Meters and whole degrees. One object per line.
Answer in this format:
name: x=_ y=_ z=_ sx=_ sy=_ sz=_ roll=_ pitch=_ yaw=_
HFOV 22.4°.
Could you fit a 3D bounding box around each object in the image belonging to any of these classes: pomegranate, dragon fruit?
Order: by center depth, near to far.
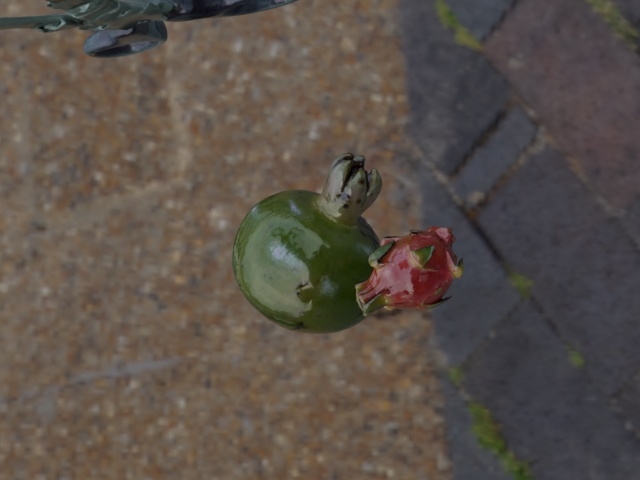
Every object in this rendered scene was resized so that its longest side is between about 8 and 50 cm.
dragon fruit: x=0.086 y=0.034 z=1.614 sx=0.081 sy=0.116 sz=0.086 roll=53 pitch=156 yaw=35
pomegranate: x=-0.015 y=0.002 z=1.841 sx=0.179 sy=0.179 sz=0.210 roll=14 pitch=114 yaw=39

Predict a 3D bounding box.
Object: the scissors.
scissors: x=-0.191 y=-0.208 z=1.493 sx=0.256 sy=0.383 sz=0.029 roll=-14 pitch=91 yaw=28
